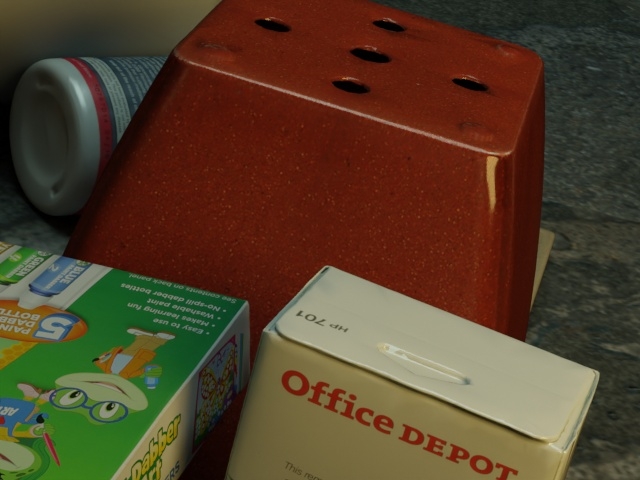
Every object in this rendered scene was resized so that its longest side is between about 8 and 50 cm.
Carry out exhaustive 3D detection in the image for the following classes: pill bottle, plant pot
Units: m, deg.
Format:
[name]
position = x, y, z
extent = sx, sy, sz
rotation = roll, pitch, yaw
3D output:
[pill bottle]
position = -0.115, -0.077, 1.206
extent = 0.180, 0.108, 0.108
rotation = -7, 33, -37
[plant pot]
position = 0.000, 0.000, 0.970
extent = 0.267, 0.236, 0.267
rotation = 17, 26, 6

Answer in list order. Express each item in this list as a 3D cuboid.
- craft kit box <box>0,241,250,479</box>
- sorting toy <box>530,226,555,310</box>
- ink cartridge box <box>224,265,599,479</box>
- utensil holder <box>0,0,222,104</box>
[craft kit box]
position = -0.191, 0.081, 0.778
extent = 0.249, 0.061, 0.247
rotation = 12, 35, 16
[sorting toy]
position = 0.062, 0.007, 1.224
extent = 0.193, 0.038, 0.208
rotation = 19, 22, 7
[ink cartridge box]
position = 0.029, 0.128, 0.780
extent = 0.139, 0.191, 0.082
rotation = 22, 27, 13
[utensil holder]
position = -0.277, -0.248, 1.222
extent = 0.385, 0.328, 0.327
rotation = -10, 35, -38
